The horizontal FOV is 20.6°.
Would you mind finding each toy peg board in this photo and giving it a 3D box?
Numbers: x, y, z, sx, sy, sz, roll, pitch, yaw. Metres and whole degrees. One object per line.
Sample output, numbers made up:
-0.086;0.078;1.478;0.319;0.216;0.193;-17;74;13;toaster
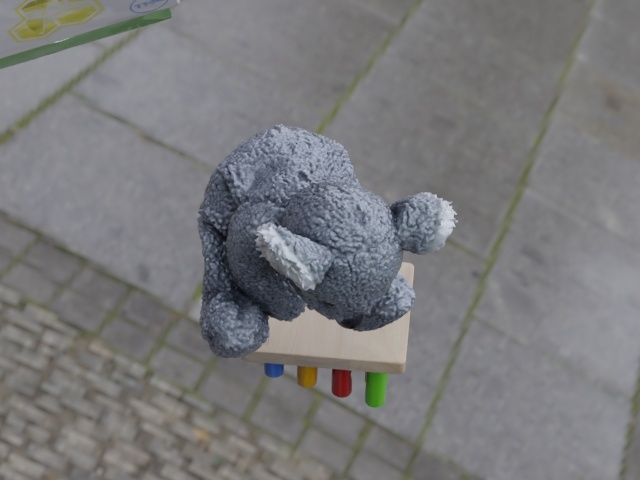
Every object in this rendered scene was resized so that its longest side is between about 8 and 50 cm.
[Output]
0.009;0.095;1.782;0.160;0.079;0.161;4;36;4;toy peg board

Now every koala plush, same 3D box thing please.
0.000;0.000;1.524;0.196;0.203;0.221;-11;6;-19;koala plush

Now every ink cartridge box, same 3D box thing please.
-0.178;-0.152;1.145;0.171;0.235;0.056;-17;71;-5;ink cartridge box
